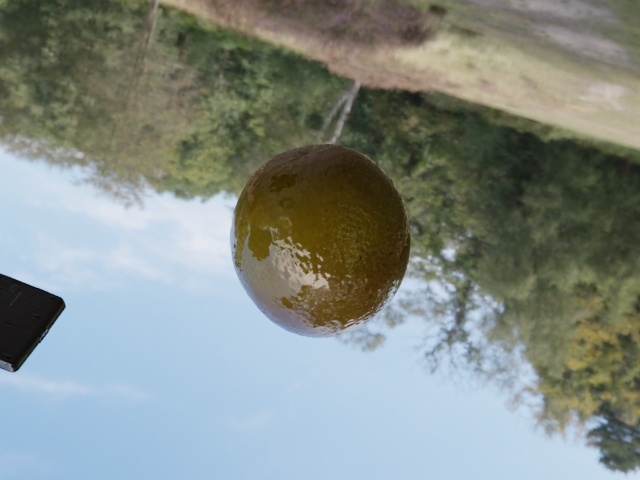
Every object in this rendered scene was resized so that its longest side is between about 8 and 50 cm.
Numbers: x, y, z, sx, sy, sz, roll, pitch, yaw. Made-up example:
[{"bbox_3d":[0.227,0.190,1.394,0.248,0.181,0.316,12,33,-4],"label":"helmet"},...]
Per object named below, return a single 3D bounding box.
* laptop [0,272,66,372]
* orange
[{"bbox_3d":[-0.566,0.142,1.477,0.154,0.026,0.207,21,-147,-1],"label":"laptop"},{"bbox_3d":[0.000,0.000,0.990,0.236,0.236,0.236,16,-170,-3],"label":"orange"}]
